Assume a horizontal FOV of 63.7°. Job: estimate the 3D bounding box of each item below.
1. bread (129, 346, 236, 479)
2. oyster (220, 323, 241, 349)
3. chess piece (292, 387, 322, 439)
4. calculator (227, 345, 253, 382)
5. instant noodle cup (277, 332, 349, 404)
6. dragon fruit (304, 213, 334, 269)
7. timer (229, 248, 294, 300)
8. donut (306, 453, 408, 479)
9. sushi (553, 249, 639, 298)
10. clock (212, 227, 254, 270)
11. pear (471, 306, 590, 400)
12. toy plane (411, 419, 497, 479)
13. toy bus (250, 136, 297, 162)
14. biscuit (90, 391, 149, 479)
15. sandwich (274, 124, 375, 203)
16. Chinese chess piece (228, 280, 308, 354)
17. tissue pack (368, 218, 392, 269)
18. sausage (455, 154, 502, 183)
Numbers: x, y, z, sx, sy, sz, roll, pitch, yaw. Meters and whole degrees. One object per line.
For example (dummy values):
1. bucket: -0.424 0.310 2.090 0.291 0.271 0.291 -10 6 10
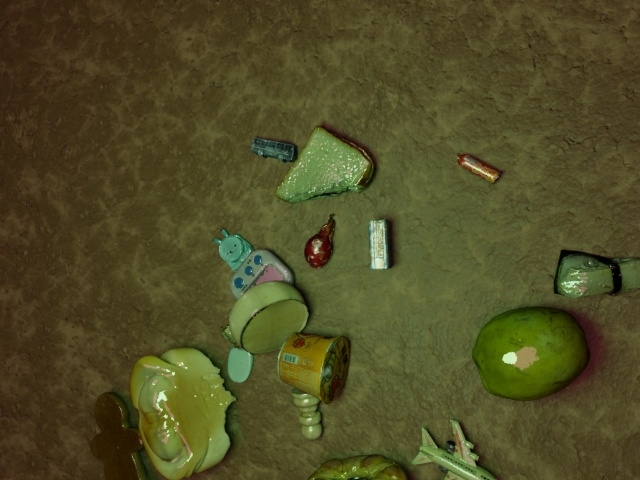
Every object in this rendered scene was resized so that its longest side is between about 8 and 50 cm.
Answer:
1. bread: -0.470 0.579 1.745 0.328 0.245 0.424 -21 79 16
2. oyster: -0.294 0.328 1.803 0.086 0.029 0.132 -36 55 -12
3. chess piece: -0.037 0.570 1.697 0.094 0.094 0.171 -6 95 18
4. calculator: -0.281 0.421 1.804 0.095 0.021 0.153 8 92 17
5. instant noodle cup: -0.023 0.390 1.634 0.172 0.215 0.216 9 92 26
6. dragon fruit: 0.000 0.000 1.687 0.094 0.094 0.191 17 90 17
7. timer: -0.199 0.145 1.756 0.191 0.069 0.208 44 101 13
8. donut: 0.110 0.763 1.546 0.317 0.299 0.150 -7 100 49
9. sushi: 0.796 0.103 1.416 0.272 0.109 0.135 5 91 17
10. clock: -0.311 0.027 1.807 0.147 0.045 0.108 43 100 14
11. pear: 0.578 0.310 1.418 0.306 0.253 0.253 -17 84 9
12. toy plane: 0.408 0.670 1.537 0.255 0.104 0.242 18 92 17
13. toy bus: -0.159 -0.309 1.761 0.165 0.047 0.065 14 90 18
14. biscuit: -0.737 0.776 1.923 0.282 0.064 0.433 -22 81 25
15. sandwich: 0.018 -0.201 1.675 0.254 0.099 0.289 38 100 15
16. Chinese chess piece: -0.166 0.247 1.648 0.257 0.257 0.104 -48 50 11
17. tissue pack: 0.187 0.013 1.609 0.065 0.115 0.155 -2 88 15
18. sausage: 0.473 -0.223 1.558 0.145 0.048 0.050 33 137 17
